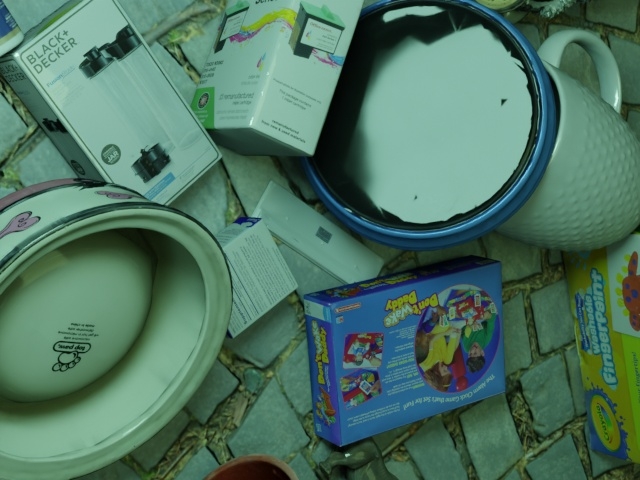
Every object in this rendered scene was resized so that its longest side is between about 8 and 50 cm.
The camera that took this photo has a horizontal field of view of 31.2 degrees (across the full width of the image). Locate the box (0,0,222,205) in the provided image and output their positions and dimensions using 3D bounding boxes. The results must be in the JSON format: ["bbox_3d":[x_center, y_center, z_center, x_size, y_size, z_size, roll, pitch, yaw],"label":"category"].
[{"bbox_3d":[-0.285,-0.178,1.557,0.169,0.087,0.290,-43,115,-23],"label":"box"}]

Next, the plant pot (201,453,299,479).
[{"bbox_3d":[-0.050,0.492,1.680,0.265,0.272,0.272,41,72,-37],"label":"plant pot"}]

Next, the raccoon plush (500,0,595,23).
[{"bbox_3d":[0.465,-0.476,2.014,0.446,0.299,0.216,0,77,-65],"label":"raccoon plush"}]

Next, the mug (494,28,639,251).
[{"bbox_3d":[0.401,-0.166,1.898,0.328,0.276,0.374,22,80,-38],"label":"mug"}]

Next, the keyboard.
[{"bbox_3d":[0.000,0.000,1.805,0.256,0.014,0.072,35,70,-31],"label":"keyboard"}]

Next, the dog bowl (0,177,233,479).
[{"bbox_3d":[-0.318,0.102,1.446,0.408,0.150,0.408,-26,135,-29],"label":"dog bowl"}]

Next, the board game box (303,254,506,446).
[{"bbox_3d":[0.145,0.172,1.863,0.347,0.078,0.233,-11,104,-32],"label":"board game box"}]

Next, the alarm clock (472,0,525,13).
[{"bbox_3d":[0.288,-0.418,1.796,0.192,0.064,0.129,12,103,-16],"label":"alarm clock"}]

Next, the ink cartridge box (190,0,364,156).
[{"bbox_3d":[-0.063,-0.267,1.626,0.117,0.201,0.278,23,81,-33],"label":"ink cartridge box"}]

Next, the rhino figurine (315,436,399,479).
[{"bbox_3d":[0.083,0.414,1.857,0.106,0.073,0.243,-39,115,-21],"label":"rhino figurine"}]

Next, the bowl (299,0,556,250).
[{"bbox_3d":[0.149,-0.181,1.695,0.077,0.391,0.391,27,75,-76],"label":"bowl"}]

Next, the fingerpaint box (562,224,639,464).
[{"bbox_3d":[0.635,0.180,2.018,0.163,0.371,0.445,-18,103,-31],"label":"fingerpaint box"}]

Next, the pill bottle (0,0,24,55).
[{"bbox_3d":[-0.455,-0.303,1.431,0.094,0.094,0.169,-40,113,-24],"label":"pill bottle"}]

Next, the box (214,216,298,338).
[{"bbox_3d":[-0.124,0.053,1.691,0.137,0.072,0.126,-38,113,-26],"label":"box"}]
